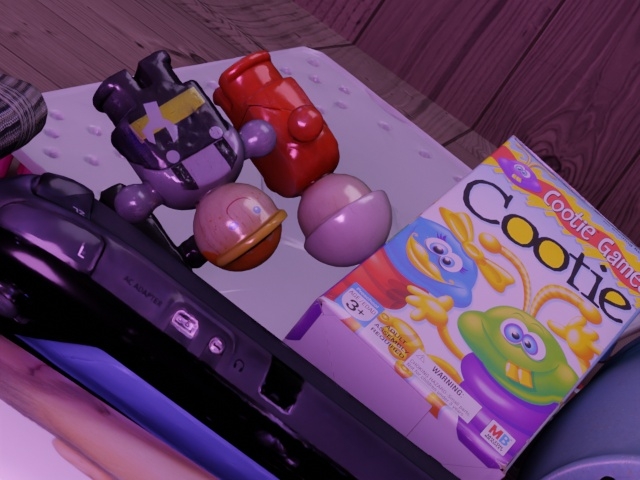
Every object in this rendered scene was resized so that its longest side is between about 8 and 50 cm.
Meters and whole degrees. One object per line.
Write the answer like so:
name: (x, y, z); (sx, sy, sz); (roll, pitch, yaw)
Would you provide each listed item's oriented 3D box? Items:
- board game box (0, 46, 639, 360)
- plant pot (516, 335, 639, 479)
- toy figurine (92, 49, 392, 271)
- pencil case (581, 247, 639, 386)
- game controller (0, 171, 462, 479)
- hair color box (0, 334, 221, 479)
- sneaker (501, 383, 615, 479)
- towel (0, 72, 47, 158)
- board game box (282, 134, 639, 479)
board game box: (0.000, 0.000, 1.364); (0.390, 0.050, 0.390); (41, 33, 24)
plant pot: (0.222, 0.189, 1.070); (0.271, 0.272, 0.255); (39, 22, 19)
toy figurine: (-0.083, 0.000, 1.070); (0.148, 0.213, 0.209); (54, 20, 10)
pencil case: (0.287, 0.096, 1.747); (0.183, 0.160, 0.410); (21, 9, 14)
game controller: (-0.042, 0.081, 0.787); (0.319, 0.067, 0.166); (40, -27, -24)
hair color box: (-0.170, 0.081, 0.664); (0.339, 0.110, 0.185); (33, 6, 12)
sneaker: (0.216, 0.186, 1.389); (0.276, 0.098, 0.135); (32, 11, -21)
towel: (-0.288, -0.100, 0.757); (0.324, 0.056, 0.312); (21, 11, 0)
board game box: (0.078, 0.070, 1.119); (0.142, 0.144, 0.275); (43, 36, 7)
